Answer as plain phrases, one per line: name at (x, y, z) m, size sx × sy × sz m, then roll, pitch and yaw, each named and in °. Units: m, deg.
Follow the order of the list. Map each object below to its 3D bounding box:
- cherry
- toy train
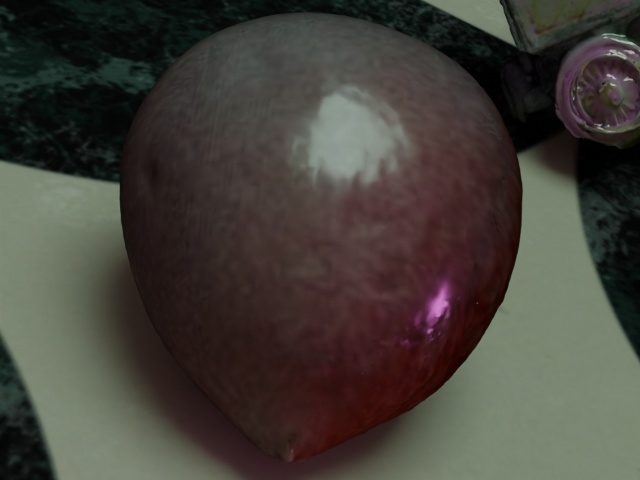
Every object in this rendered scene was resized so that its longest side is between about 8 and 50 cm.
cherry at (0.004, -0.010, 0.933) m, size 0.239 × 0.206 × 0.239 m, roll 25°, pitch 27°, yaw -14°
toy train at (0.249, -0.181, 1.248) m, size 0.260 × 0.177 × 0.134 m, roll -21°, pitch 13°, yaw 8°
